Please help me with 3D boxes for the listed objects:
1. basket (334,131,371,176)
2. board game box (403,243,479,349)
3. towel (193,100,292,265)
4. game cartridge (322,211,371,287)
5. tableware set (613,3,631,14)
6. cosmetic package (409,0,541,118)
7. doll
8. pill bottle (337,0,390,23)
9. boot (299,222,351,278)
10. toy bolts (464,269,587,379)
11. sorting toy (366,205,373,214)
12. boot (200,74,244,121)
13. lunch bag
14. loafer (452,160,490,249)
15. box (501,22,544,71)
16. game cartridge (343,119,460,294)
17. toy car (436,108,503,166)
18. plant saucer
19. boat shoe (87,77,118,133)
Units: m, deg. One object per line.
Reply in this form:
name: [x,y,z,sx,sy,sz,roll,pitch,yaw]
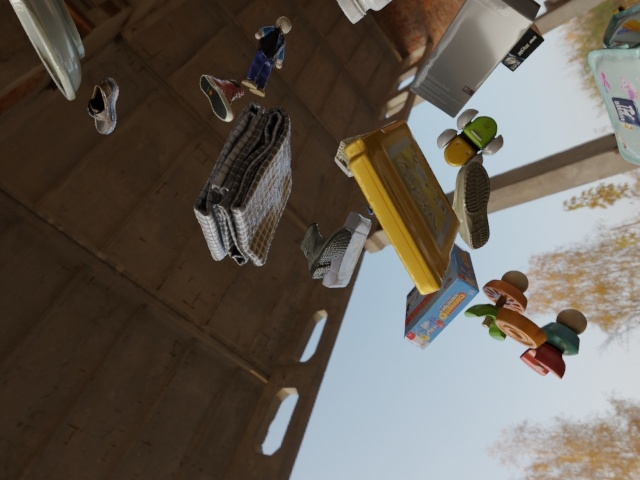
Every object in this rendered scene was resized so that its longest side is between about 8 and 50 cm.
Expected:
basket: [0.157,-0.340,1.615,0.167,0.103,0.113,-23,-119,-26]
board game box: [0.435,0.196,1.522,0.086,0.308,0.302,33,-153,-2]
towel: [-0.140,-0.106,0.863,0.121,0.235,0.284,16,-118,4]
game cartridge: [0.104,0.042,1.591,0.298,0.062,0.198,-69,-18,4]
tableware set: [0.825,-0.619,1.057,0.104,0.154,0.024,56,-179,-7]
cosmetic package: [0.301,-0.384,0.828,0.127,0.238,0.107,34,-124,1]
doll: [-0.124,-0.450,0.999,0.189,0.046,0.129,-66,-22,2]
pill bottle: [0.154,-0.706,1.110,0.131,0.229,0.131,42,-150,-32]
boot: [0.000,0.000,1.369,0.083,0.247,0.161,-2,-127,-33]
toy bolts: [0.470,0.167,0.885,0.228,0.218,0.158,40,-99,4]
sorting toy: [0.238,-0.148,1.851,0.061,0.102,0.042,-27,-96,-13]
boot: [-0.369,-0.586,1.705,0.176,0.088,0.244,-10,-120,-42]
lunch bag: [0.541,-0.249,0.648,0.262,0.160,0.223,-48,-66,-35]
loafer: [0.418,-0.099,1.175,0.101,0.092,0.269,-22,-60,-17]
box: [0.768,-0.769,1.605,0.077,0.147,0.180,29,-136,-14]
game cartridge: [0.177,-0.088,0.803,0.285,0.052,0.323,59,-151,-7]
toy car: [0.470,-0.309,1.295,0.159,0.182,0.136,48,-157,7]
plant saucer: [-0.731,-0.587,1.098,0.100,0.400,0.401,-31,-81,-24]
boat shoe: [-0.649,-0.391,1.217,0.066,0.183,0.066,32,-143,6]
